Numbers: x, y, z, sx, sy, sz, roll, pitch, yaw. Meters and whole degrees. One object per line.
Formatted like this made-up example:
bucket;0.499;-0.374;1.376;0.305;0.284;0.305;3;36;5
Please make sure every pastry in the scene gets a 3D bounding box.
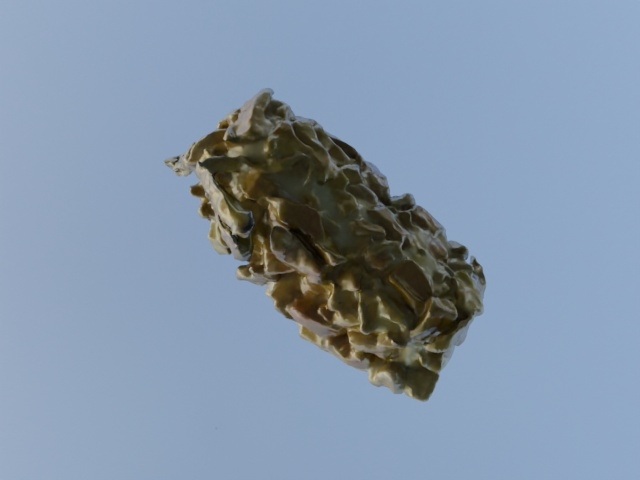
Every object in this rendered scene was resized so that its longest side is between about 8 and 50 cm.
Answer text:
pastry;0.000;0.000;0.601;0.250;0.102;0.154;37;-132;-6
